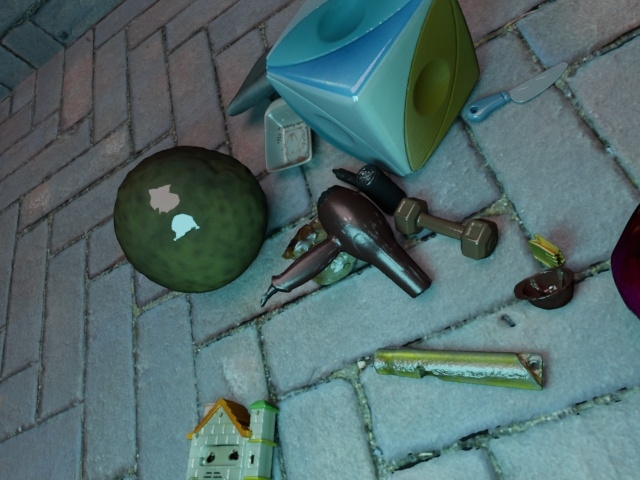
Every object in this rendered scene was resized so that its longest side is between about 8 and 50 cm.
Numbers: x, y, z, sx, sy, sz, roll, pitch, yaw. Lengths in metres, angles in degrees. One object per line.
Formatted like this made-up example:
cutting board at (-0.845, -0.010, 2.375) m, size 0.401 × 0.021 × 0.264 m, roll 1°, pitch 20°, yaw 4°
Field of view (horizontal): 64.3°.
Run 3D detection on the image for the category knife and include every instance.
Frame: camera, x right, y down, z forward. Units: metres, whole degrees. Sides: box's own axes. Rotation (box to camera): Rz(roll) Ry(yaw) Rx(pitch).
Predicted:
knife at (0.460, -0.342, 1.187) m, size 0.244 × 0.032 × 0.058 m, roll -23°, pitch 54°, yaw 17°

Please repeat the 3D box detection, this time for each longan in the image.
longan at (-0.327, -0.059, 1.316) m, size 0.391 × 0.391 × 0.391 m, roll -14°, pitch 60°, yaw 26°

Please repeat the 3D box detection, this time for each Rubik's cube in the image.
Rubik's cube at (0.129, -0.403, 1.217) m, size 0.351 × 0.352 × 0.347 m, roll 32°, pitch 87°, yaw 37°

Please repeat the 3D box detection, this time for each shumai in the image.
shumai at (0.000, 0.000, 1.247) m, size 0.201 × 0.120 × 0.201 m, roll -16°, pitch 58°, yaw 29°

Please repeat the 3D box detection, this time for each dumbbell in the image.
dumbbell at (0.270, -0.029, 1.112) m, size 0.231 × 0.082 × 0.092 m, roll 24°, pitch 82°, yaw 38°

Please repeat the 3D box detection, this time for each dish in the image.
dish at (-0.082, -0.309, 1.465) m, size 0.154 × 0.064 × 0.234 m, roll -11°, pitch 75°, yaw 28°

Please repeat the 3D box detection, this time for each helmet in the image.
helmet at (0.431, 0.101, 0.962) m, size 0.111 × 0.057 × 0.089 m, roll -24°, pitch 21°, yaw 32°

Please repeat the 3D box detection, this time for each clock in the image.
clock at (-0.205, 0.494, 1.147) m, size 0.219 × 0.106 × 0.255 m, roll -12°, pitch 57°, yaw 26°

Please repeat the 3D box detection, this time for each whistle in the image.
whistle at (0.262, 0.244, 0.996) m, size 0.326 × 0.057 × 0.068 m, roll -4°, pitch 65°, yaw 31°

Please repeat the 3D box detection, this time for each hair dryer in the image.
hair dryer at (0.028, 0.072, 1.116) m, size 0.340 × 0.123 × 0.312 m, roll -38°, pitch 76°, yaw -6°
hair dryer at (0.090, -0.152, 1.273) m, size 0.255 × 0.128 × 0.070 m, roll 31°, pitch 86°, yaw 49°

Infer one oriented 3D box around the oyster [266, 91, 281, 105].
oyster at (-0.106, -0.503, 1.583) m, size 0.199 × 0.087 × 0.252 m, roll -47°, pitch 42°, yaw 18°

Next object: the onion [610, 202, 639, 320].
onion at (0.639, 0.057, 0.724) m, size 0.347 × 0.348 × 0.385 m, roll -35°, pitch 87°, yaw 13°

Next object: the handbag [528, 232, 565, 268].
handbag at (0.435, 0.023, 0.980) m, size 0.027 × 0.083 × 0.061 m, roll -49°, pitch 54°, yaw 3°

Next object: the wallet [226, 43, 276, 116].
wallet at (-0.162, -0.525, 1.580) m, size 0.251 × 0.054 × 0.290 m, roll -17°, pitch 43°, yaw 46°
